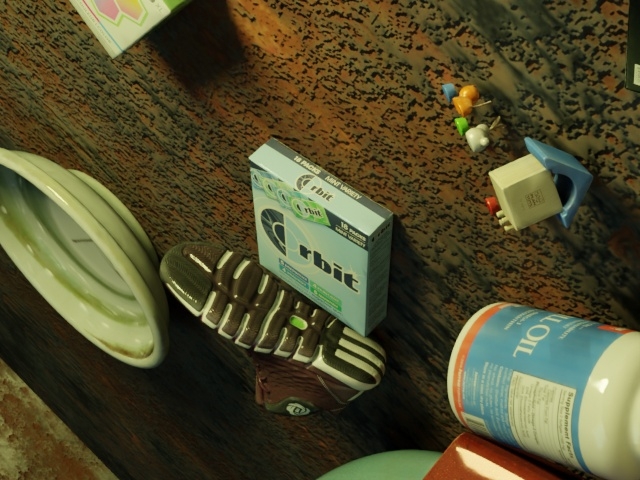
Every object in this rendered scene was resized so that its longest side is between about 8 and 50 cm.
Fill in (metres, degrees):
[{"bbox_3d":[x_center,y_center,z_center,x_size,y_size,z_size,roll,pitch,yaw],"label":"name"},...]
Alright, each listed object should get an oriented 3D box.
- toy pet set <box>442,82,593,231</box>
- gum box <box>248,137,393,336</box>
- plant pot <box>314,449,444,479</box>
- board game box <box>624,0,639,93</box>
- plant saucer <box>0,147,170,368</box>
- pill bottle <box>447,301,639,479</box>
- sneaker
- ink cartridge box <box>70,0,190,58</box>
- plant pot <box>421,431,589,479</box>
[{"bbox_3d":[0.155,-0.064,0.806,0.114,0.065,0.122,-110,-5,-64],"label":"toy pet set"},{"bbox_3d":[0.000,0.000,1.103,0.157,0.041,0.184,34,150,23],"label":"gum box"},{"bbox_3d":[0.122,0.356,1.206,0.290,0.290,0.195,44,127,4],"label":"plant pot"},{"bbox_3d":[0.236,-0.146,0.591,0.126,0.026,0.186,27,147,32],"label":"board game box"},{"bbox_3d":[-0.341,0.009,1.530,0.400,0.100,0.400,34,150,23],"label":"plant saucer"},{"bbox_3d":[0.225,0.129,0.874,0.222,0.124,0.124,11,137,47],"label":"pill bottle"},{"bbox_3d":[-0.077,0.126,1.222,0.281,0.106,0.162,31,134,0],"label":"sneaker"},{"bbox_3d":[-0.169,-0.253,0.974,0.109,0.062,0.209,54,151,-13],"label":"ink cartridge box"},{"bbox_3d":[0.182,0.320,0.965,0.236,0.267,0.267,40,-176,24],"label":"plant pot"}]
